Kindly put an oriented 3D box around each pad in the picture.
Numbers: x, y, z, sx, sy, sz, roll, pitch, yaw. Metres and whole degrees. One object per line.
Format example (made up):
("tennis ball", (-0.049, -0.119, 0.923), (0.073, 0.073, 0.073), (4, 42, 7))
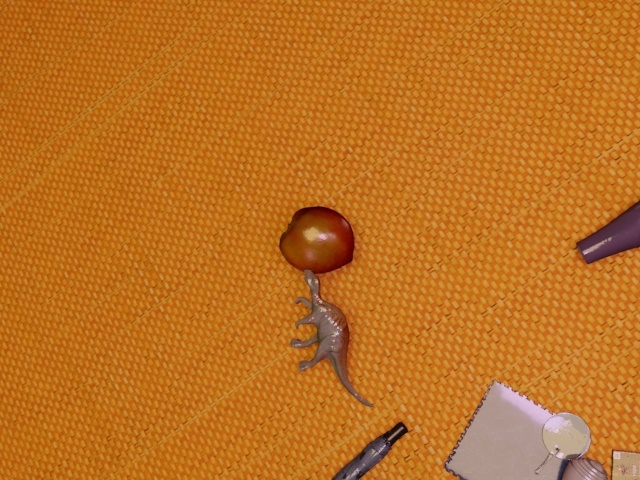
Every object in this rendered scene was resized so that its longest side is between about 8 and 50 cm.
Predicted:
("pad", (0.480, 0.521, 1.807), (0.269, 0.012, 0.269), (28, 89, 17))

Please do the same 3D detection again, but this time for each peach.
("peach", (0.000, 0.000, 1.932), (0.197, 0.197, 0.197), (-2, 81, 14))

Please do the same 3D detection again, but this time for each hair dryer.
("hair dryer", (0.804, 0.062, 1.708), (0.301, 0.121, 0.361), (-30, 56, 16))

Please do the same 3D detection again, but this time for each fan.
("fan", (0.576, 0.499, 1.776), (0.113, 0.005, 0.175), (39, 92, 16))

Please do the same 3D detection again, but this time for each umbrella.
("umbrella", (0.122, 0.554, 1.872), (0.250, 0.053, 0.052), (-43, 73, 5))

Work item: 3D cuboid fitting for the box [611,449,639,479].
("box", (0.755, 0.545, 1.726), (0.133, 0.023, 0.090), (2, 80, 15))

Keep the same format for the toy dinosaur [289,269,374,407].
("toy dinosaur", (0.015, 0.277, 1.898), (0.205, 0.092, 0.393), (-37, 81, 30))

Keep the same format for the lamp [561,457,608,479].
("lamp", (0.598, 0.597, 1.722), (0.106, 0.106, 0.193), (35, 99, 17))
